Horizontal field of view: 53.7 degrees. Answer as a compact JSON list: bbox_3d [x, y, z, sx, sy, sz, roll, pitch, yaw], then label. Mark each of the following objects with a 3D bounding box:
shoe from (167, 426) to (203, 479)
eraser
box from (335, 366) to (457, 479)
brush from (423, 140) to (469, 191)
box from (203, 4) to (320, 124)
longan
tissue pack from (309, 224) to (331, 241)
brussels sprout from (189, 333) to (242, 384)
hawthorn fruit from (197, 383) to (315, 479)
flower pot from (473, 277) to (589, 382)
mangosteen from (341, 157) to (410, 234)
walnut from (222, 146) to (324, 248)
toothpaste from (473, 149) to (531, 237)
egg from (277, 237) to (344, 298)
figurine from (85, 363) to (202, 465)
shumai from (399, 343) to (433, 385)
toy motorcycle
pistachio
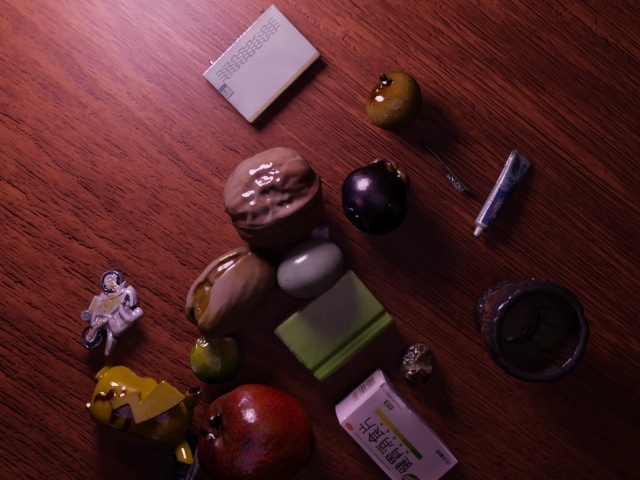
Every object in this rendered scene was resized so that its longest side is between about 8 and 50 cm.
[{"bbox_3d":[-0.380,0.629,1.780,0.106,0.091,0.207,26,98,17],"label":"shoe"},{"bbox_3d":[0.039,0.235,1.765,0.274,0.092,0.210,-41,96,-1],"label":"eraser"},{"bbox_3d":[0.212,0.544,1.775,0.173,0.145,0.333,-41,96,3],"label":"box"},{"bbox_3d":[0.348,-0.203,1.777,0.027,0.034,0.190,-41,97,17],"label":"brush"},{"bbox_3d":[-0.161,-0.477,1.712,0.211,0.045,0.270,44,91,-6],"label":"box"},{"bbox_3d":[0.192,-0.378,1.686,0.145,0.176,0.155,-7,54,33],"label":"longan"},{"bbox_3d":[0.000,0.000,1.768,0.063,0.035,0.083,-7,95,-3],"label":"tissue pack"},{"bbox_3d":[-0.288,0.320,1.737,0.155,0.117,0.155,5,69,-12],"label":"brussels sprout"},{"bbox_3d":[-0.148,0.534,1.708,0.368,0.284,0.285,12,95,-44],"label":"hawthorn fruit"},{"bbox_3d":[0.545,0.222,1.708,0.266,0.267,0.267,0,96,-2],"label":"flower pot"},{"bbox_3d":[0.162,-0.126,1.706,0.230,0.194,0.194,-44,97,-25],"label":"mangosteen"},{"bbox_3d":[-0.116,-0.108,1.657,0.273,0.227,0.274,0,91,-8],"label":"walnut"},{"bbox_3d":[0.507,-0.126,1.788,0.069,0.047,0.268,30,89,7],"label":"toothpaste"},{"bbox_3d":[-0.026,0.074,1.682,0.192,0.149,0.149,-28,96,-16],"label":"egg"},{"bbox_3d":[-0.464,0.448,1.709,0.326,0.169,0.218,18,98,-4],"label":"figurine"},{"bbox_3d":[0.277,0.359,1.791,0.098,0.087,0.124,1,93,-2],"label":"shumai"},{"bbox_3d":[-0.563,0.201,1.731,0.151,0.074,0.229,18,84,0],"label":"toy motorcycle"},{"bbox_3d":[-0.232,0.132,1.702,0.288,0.166,0.197,-44,136,-5],"label":"pistachio"}]
